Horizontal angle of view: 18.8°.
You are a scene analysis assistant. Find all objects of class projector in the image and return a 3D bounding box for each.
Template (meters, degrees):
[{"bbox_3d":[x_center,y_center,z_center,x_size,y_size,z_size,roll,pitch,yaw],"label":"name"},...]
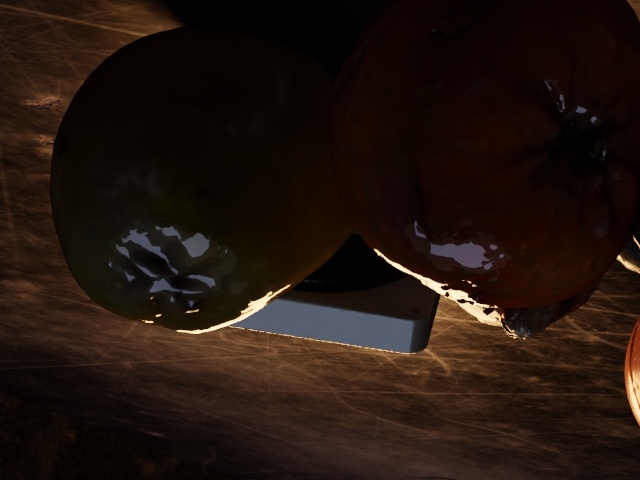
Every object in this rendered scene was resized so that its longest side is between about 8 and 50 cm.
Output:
[{"bbox_3d":[0.000,0.000,1.943,0.259,0.257,0.079,9,124,7],"label":"projector"}]

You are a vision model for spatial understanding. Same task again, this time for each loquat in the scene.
[{"bbox_3d":[-0.101,-0.048,1.723,0.276,0.284,0.276,10,134,11],"label":"loquat"}]

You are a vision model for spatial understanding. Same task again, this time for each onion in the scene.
[{"bbox_3d":[0.213,0.042,2.074,0.184,0.147,0.184,5,150,3],"label":"onion"}]

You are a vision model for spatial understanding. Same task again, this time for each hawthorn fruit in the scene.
[{"bbox_3d":[0.122,-0.091,1.522,0.276,0.276,0.307,18,-177,-23],"label":"hawthorn fruit"}]

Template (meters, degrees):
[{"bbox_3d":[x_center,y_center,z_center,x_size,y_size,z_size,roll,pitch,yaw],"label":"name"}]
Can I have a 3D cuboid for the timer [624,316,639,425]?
[{"bbox_3d":[0.448,0.139,2.100,0.229,0.230,0.215,15,154,-14],"label":"timer"}]

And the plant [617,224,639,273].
[{"bbox_3d":[0.317,-0.065,1.594,0.164,0.142,0.256,-16,152,-29],"label":"plant"}]

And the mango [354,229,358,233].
[{"bbox_3d":[0.007,-0.069,1.886,0.178,0.119,0.100,9,124,24],"label":"mango"}]
